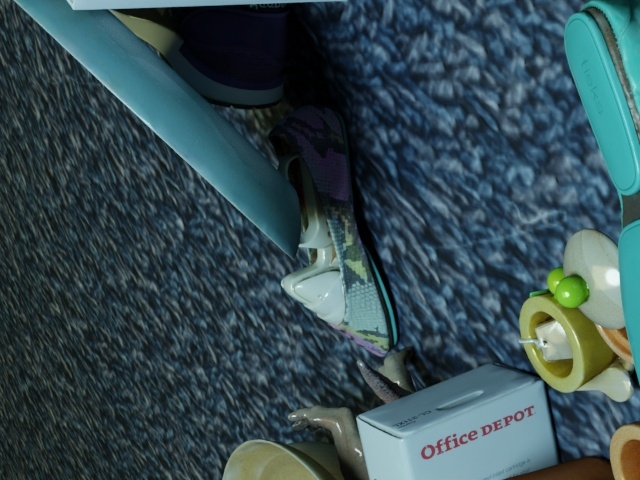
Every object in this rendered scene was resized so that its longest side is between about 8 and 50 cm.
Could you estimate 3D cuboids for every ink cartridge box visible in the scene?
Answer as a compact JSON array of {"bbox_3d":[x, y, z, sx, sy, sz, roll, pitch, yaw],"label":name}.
[{"bbox_3d":[0.112,0.194,1.267,0.072,0.127,0.175,18,123,62],"label":"ink cartridge box"}]

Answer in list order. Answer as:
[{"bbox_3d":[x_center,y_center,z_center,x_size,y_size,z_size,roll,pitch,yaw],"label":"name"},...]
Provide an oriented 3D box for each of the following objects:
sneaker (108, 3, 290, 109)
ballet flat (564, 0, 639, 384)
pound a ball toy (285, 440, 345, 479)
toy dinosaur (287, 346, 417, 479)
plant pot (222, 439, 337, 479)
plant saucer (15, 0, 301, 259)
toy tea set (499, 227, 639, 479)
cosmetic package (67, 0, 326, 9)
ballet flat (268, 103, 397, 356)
[{"bbox_3d":[-0.110,-0.225,1.459,0.283,0.107,0.124,38,126,42],"label":"sneaker"},{"bbox_3d":[0.206,-0.022,0.959,0.083,0.087,0.247,153,105,-77],"label":"ballet flat"},{"bbox_3d":[0.027,0.361,1.596,0.208,0.136,0.319,-100,11,-48],"label":"pound a ball toy"},{"bbox_3d":[0.073,0.218,1.374,0.200,0.127,0.295,49,144,37],"label":"toy dinosaur"},{"bbox_3d":[-0.006,0.268,1.373,0.236,0.032,0.236,32,131,47],"label":"plant pot"},{"bbox_3d":[-0.123,-0.108,1.279,0.317,0.043,0.317,42,179,1],"label":"plant saucer"},{"bbox_3d":[0.171,0.137,1.111,0.200,0.124,0.336,29,134,54],"label":"toy tea set"},{"bbox_3d":[-0.088,-0.216,1.222,0.099,0.239,0.060,53,134,33],"label":"cosmetic package"},{"bbox_3d":[0.000,0.000,1.400,0.077,0.079,0.221,12,120,59],"label":"ballet flat"}]
